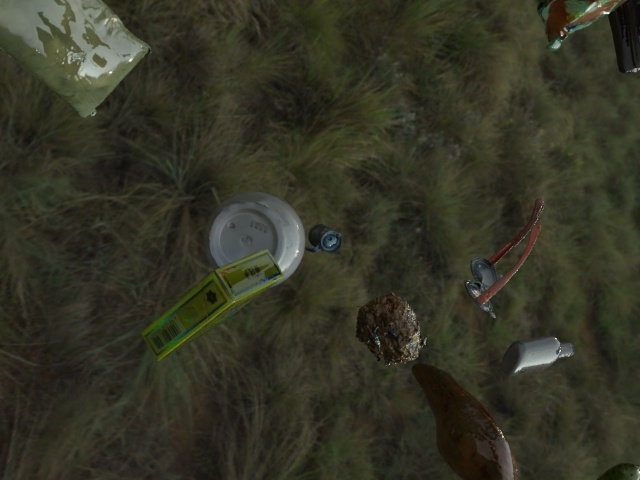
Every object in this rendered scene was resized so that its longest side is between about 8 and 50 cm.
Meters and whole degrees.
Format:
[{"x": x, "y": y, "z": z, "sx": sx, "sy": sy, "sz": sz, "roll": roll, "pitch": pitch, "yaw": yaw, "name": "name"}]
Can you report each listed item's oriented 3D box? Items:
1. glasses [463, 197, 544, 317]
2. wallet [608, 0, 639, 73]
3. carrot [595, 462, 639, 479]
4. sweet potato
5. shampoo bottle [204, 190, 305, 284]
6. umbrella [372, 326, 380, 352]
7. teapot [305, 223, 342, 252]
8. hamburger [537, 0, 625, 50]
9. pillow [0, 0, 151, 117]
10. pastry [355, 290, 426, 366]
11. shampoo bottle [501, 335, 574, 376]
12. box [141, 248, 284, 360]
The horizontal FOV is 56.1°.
[{"x": 0.487, "y": 0.047, "z": 1.509, "sx": 0.118, "sy": 0.268, "sz": 0.234, "roll": 42, "pitch": 33, "yaw": 2, "name": "glasses"}, {"x": 0.926, "y": -0.606, "z": 1.709, "sx": 0.049, "sy": 0.182, "sz": 0.229, "roll": -31, "pitch": 108, "yaw": -60, "name": "wallet"}, {"x": 0.452, "y": 0.500, "z": 1.050, "sx": 0.074, "sy": 0.359, "sz": 0.074, "roll": 15, "pitch": 33, "yaw": -10, "name": "carrot"}, {"x": 0.243, "y": 0.324, "z": 0.986, "sx": 0.112, "sy": 0.359, "sz": 0.112, "roll": -3, "pitch": 111, "yaw": -8, "name": "sweet potato"}, {"x": -0.177, "y": 0.000, "z": 1.680, "sx": 0.266, "sy": 0.273, "sz": 0.273, "roll": -9, "pitch": 84, "yaw": -85, "name": "shampoo bottle"}, {"x": 0.127, "y": 0.229, "z": 1.356, "sx": 0.022, "sy": 0.013, "sz": 0.122, "roll": -47, "pitch": 149, "yaw": -25, "name": "umbrella"}, {"x": 0.001, "y": -0.004, "z": 1.172, "sx": 0.063, "sy": 0.083, "sz": 0.049, "roll": 2, "pitch": 98, "yaw": -18, "name": "teapot"}, {"x": 0.501, "y": -0.496, "z": 1.130, "sx": 0.260, "sy": 0.276, "sz": 0.150, "roll": -30, "pitch": 82, "yaw": -3, "name": "hamburger"}, {"x": -0.423, "y": -0.343, "z": 1.000, "sx": 0.185, "sy": 0.075, "sz": 0.302, "roll": -46, "pitch": 152, "yaw": -3, "name": "pillow"}, {"x": 0.241, "y": 0.286, "z": 1.999, "sx": 0.275, "sy": 0.275, "sz": 0.193, "roll": 55, "pitch": 51, "yaw": -16, "name": "pastry"}, {"x": 0.425, "y": 0.219, "z": 1.163, "sx": 0.165, "sy": 0.040, "sz": 0.080, "roll": -3, "pitch": 122, "yaw": -31, "name": "shampoo bottle"}, {"x": -0.179, "y": 0.106, "z": 0.997, "sx": 0.064, "sy": 0.220, "sz": 0.141, "roll": 58, "pitch": 34, "yaw": 5, "name": "box"}]
